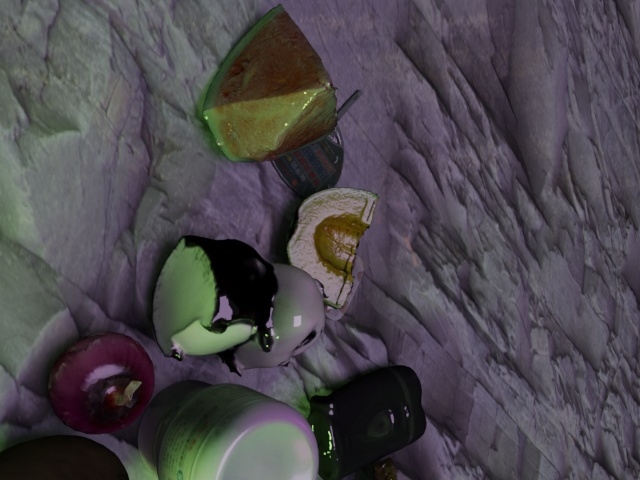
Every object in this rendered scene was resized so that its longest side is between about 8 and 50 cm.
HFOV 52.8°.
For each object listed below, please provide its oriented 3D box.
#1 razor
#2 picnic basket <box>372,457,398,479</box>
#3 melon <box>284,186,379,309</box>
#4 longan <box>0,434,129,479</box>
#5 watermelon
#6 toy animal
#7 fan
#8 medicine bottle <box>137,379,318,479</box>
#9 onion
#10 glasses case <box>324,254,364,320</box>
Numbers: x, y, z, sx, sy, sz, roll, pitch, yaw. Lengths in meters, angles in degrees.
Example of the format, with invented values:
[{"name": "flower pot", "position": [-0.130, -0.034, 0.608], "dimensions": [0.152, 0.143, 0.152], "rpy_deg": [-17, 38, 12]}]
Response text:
[{"name": "razor", "position": [0.109, 0.420, 1.511], "dimensions": [0.349, 0.113, 0.204], "rpy_deg": [-9, 96, -42]}, {"name": "picnic basket", "position": [0.160, 0.585, 1.529], "dimensions": [0.054, 0.193, 0.110], "rpy_deg": [-13, 60, -2]}, {"name": "melon", "position": [0.000, 0.000, 1.403], "dimensions": [0.169, 0.129, 0.265], "rpy_deg": [21, 81, -16]}, {"name": "longan", "position": [-0.423, 0.447, 0.985], "dimensions": [0.297, 0.297, 0.297], "rpy_deg": [-3, 95, -39]}, {"name": "watermelon", "position": [-0.092, -0.306, 1.233], "dimensions": [0.283, 0.292, 0.250], "rpy_deg": [-38, 84, -29]}, {"name": "toy animal", "position": [-0.135, 0.125, 1.222], "dimensions": [0.310, 0.251, 0.251], "rpy_deg": [19, 81, -46]}, {"name": "fan", "position": [-0.022, -0.244, 1.431], "dimensions": [0.223, 0.012, 0.294], "rpy_deg": [22, 79, -36]}, {"name": "medicine bottle", "position": [-0.176, 0.379, 1.157], "dimensions": [0.241, 0.302, 0.241], "rpy_deg": [-3, 94, -38]}, {"name": "onion", "position": [-0.368, 0.244, 1.093], "dimensions": [0.177, 0.153, 0.177], "rpy_deg": [-18, 139, -16]}, {"name": "glasses case", "position": [0.052, 0.107, 1.492], "dimensions": [0.063, 0.041, 0.164], "rpy_deg": [38, 69, -34]}]
